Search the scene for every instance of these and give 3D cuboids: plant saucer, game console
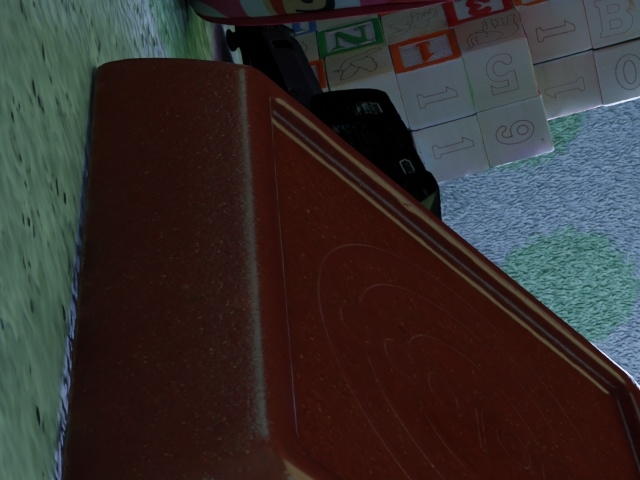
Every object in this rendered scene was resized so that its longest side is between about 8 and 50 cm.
[{"bbox_3d":[0.039,0.065,0.556,0.258,0.048,0.259,38,22,-25],"label":"plant saucer"},{"bbox_3d":[0.000,0.000,0.913,0.361,0.044,0.213,-112,-161,-58],"label":"game console"}]

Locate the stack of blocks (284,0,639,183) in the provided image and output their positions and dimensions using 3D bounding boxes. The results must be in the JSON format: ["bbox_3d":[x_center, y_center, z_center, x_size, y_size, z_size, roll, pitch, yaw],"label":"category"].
[{"bbox_3d":[0.111,-0.128,1.201,0.171,0.297,0.087,-98,173,-59],"label":"stack of blocks"}]

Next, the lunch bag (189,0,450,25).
[{"bbox_3d":[0.077,-0.217,0.917,0.293,0.258,0.120,-55,136,-48],"label":"lunch bag"}]
